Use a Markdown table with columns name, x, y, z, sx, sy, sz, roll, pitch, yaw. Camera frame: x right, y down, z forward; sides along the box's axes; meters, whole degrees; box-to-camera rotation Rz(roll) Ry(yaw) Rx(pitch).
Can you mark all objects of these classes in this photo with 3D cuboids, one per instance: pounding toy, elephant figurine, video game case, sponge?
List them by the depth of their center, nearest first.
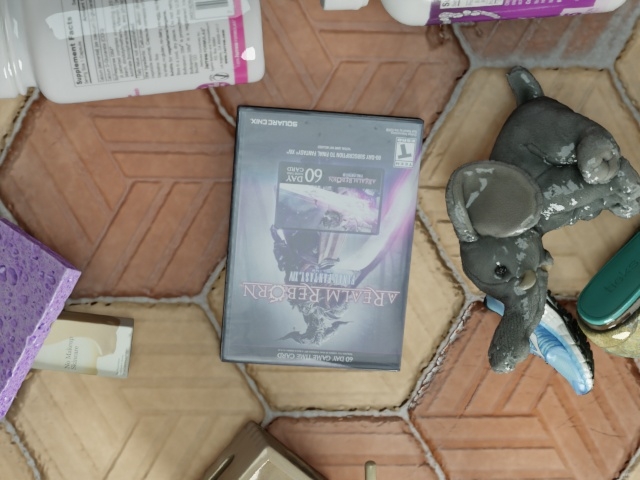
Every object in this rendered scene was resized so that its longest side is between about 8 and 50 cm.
| name | x | y | z | sx | sy | sz | roll | pitch | yaw |
| --- | --- | --- | --- | --- | --- | --- | --- | --- | --- |
| elephant figurine | 0.196 | -0.022 | 1.597 | 0.239 | 0.186 | 0.169 | -41 | 124 | -5 |
| sponge | -0.341 | 0.091 | 1.613 | 0.117 | 0.031 | 0.210 | 33 | 98 | 24 |
| video game case | 0.000 | 0.000 | 1.659 | 0.196 | 0.026 | 0.274 | 4 | 100 | -6 |
| pounding toy | -0.017 | 0.289 | 1.684 | 0.206 | 0.094 | 0.181 | 41 | 90 | -20 |

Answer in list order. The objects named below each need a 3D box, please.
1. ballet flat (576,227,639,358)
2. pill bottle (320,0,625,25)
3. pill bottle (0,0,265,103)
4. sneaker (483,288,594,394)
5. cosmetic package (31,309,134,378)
| name | x | y | z | sx | sy | sz | roll | pitch | yaw |
| --- | --- | --- | --- | --- | --- | --- | --- | --- | --- |
| ballet flat | 0.414 | -0.014 | 1.658 | 0.123 | 0.123 | 0.348 | 40 | 94 | -11 |
| pill bottle | 0.146 | -0.298 | 1.541 | 0.302 | 0.169 | 0.169 | -4 | 101 | -4 |
| pill bottle | -0.202 | -0.219 | 1.529 | 0.283 | 0.160 | 0.160 | -6 | 101 | -3 |
| sneaker | 0.237 | 0.103 | 1.691 | 0.073 | 0.063 | 0.162 | -35 | 98 | 20 |
| cosmetic package | -0.256 | 0.107 | 1.647 | 0.115 | 0.041 | 0.060 | 6 | 100 | -6 |
